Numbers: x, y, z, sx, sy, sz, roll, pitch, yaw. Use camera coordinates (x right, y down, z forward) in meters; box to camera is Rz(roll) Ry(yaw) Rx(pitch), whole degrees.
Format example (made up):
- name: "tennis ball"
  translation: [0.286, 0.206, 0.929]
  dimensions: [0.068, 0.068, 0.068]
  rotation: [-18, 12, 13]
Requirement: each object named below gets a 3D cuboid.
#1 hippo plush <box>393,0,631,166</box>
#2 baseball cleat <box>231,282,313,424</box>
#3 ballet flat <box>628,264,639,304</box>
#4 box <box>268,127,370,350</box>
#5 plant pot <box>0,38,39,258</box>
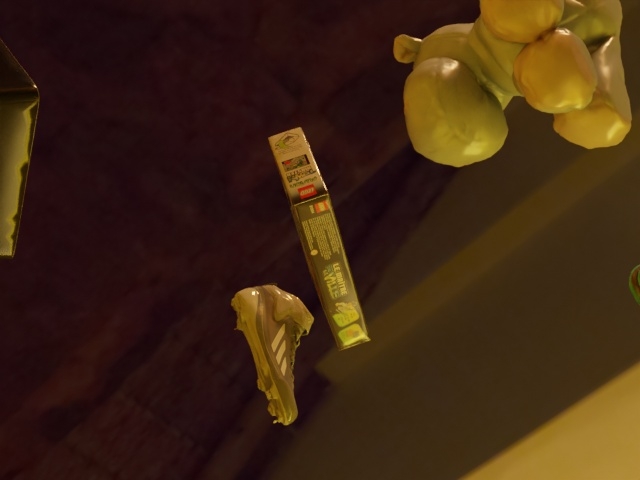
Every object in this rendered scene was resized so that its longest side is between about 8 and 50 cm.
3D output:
- name: "hippo plush"
  translation: [0.178, -0.209, 1.483]
  dimensions: [0.234, 0.237, 0.294]
  rotation: [47, -140, -32]
- name: "baseball cleat"
  translation: [-0.049, 0.149, 1.962]
  dimensions: [0.109, 0.072, 0.205]
  rotation: [-15, -111, -18]
- name: "ballet flat"
  translation: [0.438, 0.069, 1.611]
  dimensions: [0.247, 0.087, 0.083]
  rotation: [0, -114, -24]
- name: "box"
  translation: [0.000, 0.000, 1.436]
  dimensions: [0.114, 0.036, 0.207]
  rotation: [-111, 3, -49]
- name: "plant pot"
  translation: [-0.380, -0.097, 1.305]
  dimensions: [0.167, 0.187, 0.188]
  rotation: [-9, -139, -34]
